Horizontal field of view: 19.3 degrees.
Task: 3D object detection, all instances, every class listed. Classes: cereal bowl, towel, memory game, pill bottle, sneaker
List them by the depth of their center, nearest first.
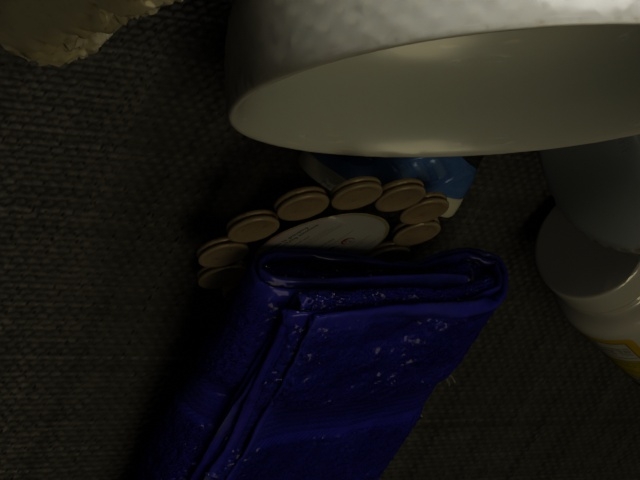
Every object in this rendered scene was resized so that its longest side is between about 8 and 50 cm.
[{"bbox_3d":[0.104,-0.150,1.147,0.339,0.141,0.339,-5,171,-1],"label":"cereal bowl"},{"bbox_3d":[0.000,0.000,1.328,0.186,0.012,0.186,-14,158,-6],"label":"memory game"},{"bbox_3d":[0.057,-0.069,1.330,0.152,0.058,0.084,12,117,-39],"label":"sneaker"},{"bbox_3d":[-0.006,0.131,1.415,0.228,0.076,0.308,0,137,-34],"label":"towel"},{"bbox_3d":[0.263,0.042,1.539,0.119,0.119,0.208,-44,141,6],"label":"pill bottle"}]

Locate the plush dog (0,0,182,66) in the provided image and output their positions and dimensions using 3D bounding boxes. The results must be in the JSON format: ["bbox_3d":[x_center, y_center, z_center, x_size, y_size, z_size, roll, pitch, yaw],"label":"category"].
[{"bbox_3d":[-0.078,-0.231,0.982,0.225,0.211,0.262,-62,151,-30],"label":"plush dog"}]

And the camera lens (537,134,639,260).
[{"bbox_3d":[0.323,-0.085,1.387,0.274,0.219,0.219,2,126,-38],"label":"camera lens"}]

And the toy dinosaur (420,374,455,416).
[{"bbox_3d":[0.078,0.101,1.520,0.090,0.047,0.082,4,107,-27],"label":"toy dinosaur"}]
